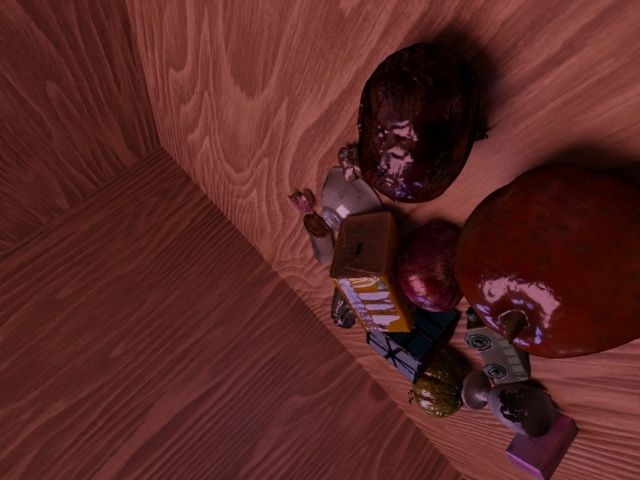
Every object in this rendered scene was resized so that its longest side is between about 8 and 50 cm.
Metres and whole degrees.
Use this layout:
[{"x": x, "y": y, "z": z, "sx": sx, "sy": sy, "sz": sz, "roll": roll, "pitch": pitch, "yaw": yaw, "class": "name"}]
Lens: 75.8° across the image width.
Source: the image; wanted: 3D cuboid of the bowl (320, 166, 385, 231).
[{"x": 0.091, "y": -0.120, "z": 1.611, "sx": 0.313, "sy": 0.146, "sz": 0.313, "roll": 42, "pitch": 160, "yaw": 19, "class": "bowl"}]

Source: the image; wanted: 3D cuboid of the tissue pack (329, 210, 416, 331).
[{"x": 0.211, "y": 0.128, "z": 1.517, "sx": 0.228, "sy": 0.294, "sz": 0.382, "roll": -7, "pitch": 138, "yaw": 23, "class": "tissue pack"}]

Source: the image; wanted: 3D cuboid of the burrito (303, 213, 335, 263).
[{"x": -0.002, "y": -0.003, "z": 2.088, "sx": 0.143, "sy": 0.105, "sz": 0.299, "roll": 39, "pitch": 161, "yaw": 33, "class": "burrito"}]

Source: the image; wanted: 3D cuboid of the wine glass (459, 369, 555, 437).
[{"x": 0.746, "y": 0.648, "z": 1.656, "sx": 0.191, "sy": 0.190, "sz": 0.357, "roll": 51, "pitch": 162, "yaw": -9, "class": "wine glass"}]

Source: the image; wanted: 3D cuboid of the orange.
[{"x": 0.566, "y": 0.672, "z": 1.901, "sx": 0.301, "sy": 0.301, "sz": 0.223, "roll": 34, "pitch": 157, "yaw": -36, "class": "orange"}]

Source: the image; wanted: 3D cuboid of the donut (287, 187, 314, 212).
[{"x": -0.081, "y": -0.185, "z": 1.960, "sx": 0.166, "sy": 0.065, "sz": 0.117, "roll": 14, "pitch": 140, "yaw": 59, "class": "donut"}]

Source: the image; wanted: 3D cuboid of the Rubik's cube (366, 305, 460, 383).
[{"x": 0.383, "y": 0.377, "z": 1.744, "sx": 0.288, "sy": 0.283, "sz": 0.294, "roll": 38, "pitch": 155, "yaw": 26, "class": "Rubik's cube"}]

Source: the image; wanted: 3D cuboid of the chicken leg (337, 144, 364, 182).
[{"x": 0.134, "y": -0.242, "z": 1.398, "sx": 0.196, "sy": 0.080, "sz": 0.125, "roll": 46, "pitch": 148, "yaw": 2, "class": "chicken leg"}]

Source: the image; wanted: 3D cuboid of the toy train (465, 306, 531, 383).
[{"x": 0.606, "y": 0.350, "z": 1.408, "sx": 0.159, "sy": 0.129, "sz": 0.327, "roll": -19, "pitch": 116, "yaw": 32, "class": "toy train"}]

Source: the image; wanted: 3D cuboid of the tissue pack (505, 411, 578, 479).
[{"x": 0.851, "y": 0.773, "z": 1.579, "sx": 0.093, "sy": 0.246, "sz": 0.148, "roll": 57, "pitch": 157, "yaw": -21, "class": "tissue pack"}]

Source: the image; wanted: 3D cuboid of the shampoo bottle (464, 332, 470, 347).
[{"x": 0.605, "y": 0.389, "z": 1.641, "sx": 0.056, "sy": 0.056, "sz": 0.195, "roll": 38, "pitch": 157, "yaw": 25, "class": "shampoo bottle"}]

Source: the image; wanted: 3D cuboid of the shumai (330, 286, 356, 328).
[{"x": 0.134, "y": 0.295, "z": 2.056, "sx": 0.304, "sy": 0.263, "sz": 0.309, "roll": 43, "pitch": 179, "yaw": -14, "class": "shumai"}]

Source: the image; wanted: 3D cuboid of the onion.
[{"x": 0.353, "y": 0.082, "z": 1.320, "sx": 0.230, "sy": 0.256, "sz": 0.272, "roll": 37, "pitch": 140, "yaw": -15, "class": "onion"}]

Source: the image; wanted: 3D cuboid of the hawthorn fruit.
[{"x": 0.470, "y": 0.060, "z": 0.826, "sx": 0.402, "sy": 0.403, "sz": 0.403, "roll": 40, "pitch": 159, "yaw": 19, "class": "hawthorn fruit"}]

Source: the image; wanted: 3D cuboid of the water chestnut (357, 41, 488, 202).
[{"x": 0.235, "y": -0.258, "z": 0.920, "sx": 0.301, "sy": 0.351, "sz": 0.350, "roll": 5, "pitch": 158, "yaw": -6, "class": "water chestnut"}]
